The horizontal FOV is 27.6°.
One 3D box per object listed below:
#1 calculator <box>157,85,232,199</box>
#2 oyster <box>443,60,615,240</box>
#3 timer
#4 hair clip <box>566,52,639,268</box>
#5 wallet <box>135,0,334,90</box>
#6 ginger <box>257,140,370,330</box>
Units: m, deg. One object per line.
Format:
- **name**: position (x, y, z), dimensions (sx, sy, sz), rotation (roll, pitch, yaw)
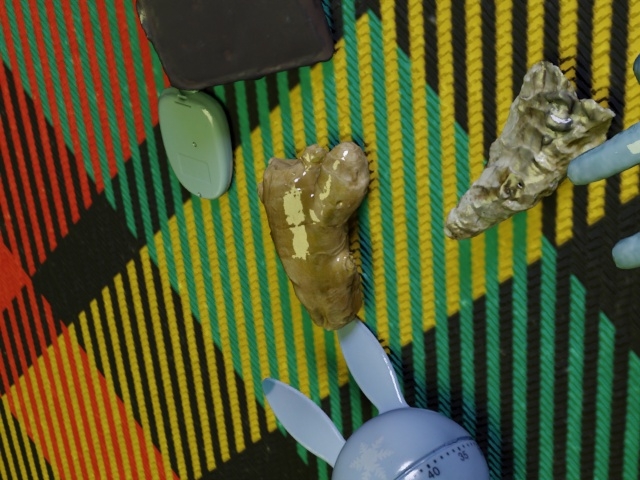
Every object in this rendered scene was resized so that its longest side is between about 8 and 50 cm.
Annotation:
- **calculator**: position (-0.131, -0.111, 1.359), dimensions (0.095, 0.021, 0.153), rotation (20, 132, 34)
- **oyster**: position (0.169, -0.061, 1.069), dimensions (0.106, 0.061, 0.200), rotation (32, 135, 23)
- **timer**: position (0.069, 0.216, 1.317), dimensions (0.255, 0.175, 0.175), rotation (-125, 30, -46)
- **hair clip**: position (0.329, -0.018, 0.810), dimensions (0.392, 0.238, 0.318), rotation (-24, 96, 50)
- **wallet**: position (-0.099, -0.279, 1.125), dimensions (0.165, 0.042, 0.309), rotation (-12, 121, 8)
- **ginger**: position (-0.012, -0.008, 1.268), dimensions (0.115, 0.081, 0.205), rotation (5, 117, 5)
